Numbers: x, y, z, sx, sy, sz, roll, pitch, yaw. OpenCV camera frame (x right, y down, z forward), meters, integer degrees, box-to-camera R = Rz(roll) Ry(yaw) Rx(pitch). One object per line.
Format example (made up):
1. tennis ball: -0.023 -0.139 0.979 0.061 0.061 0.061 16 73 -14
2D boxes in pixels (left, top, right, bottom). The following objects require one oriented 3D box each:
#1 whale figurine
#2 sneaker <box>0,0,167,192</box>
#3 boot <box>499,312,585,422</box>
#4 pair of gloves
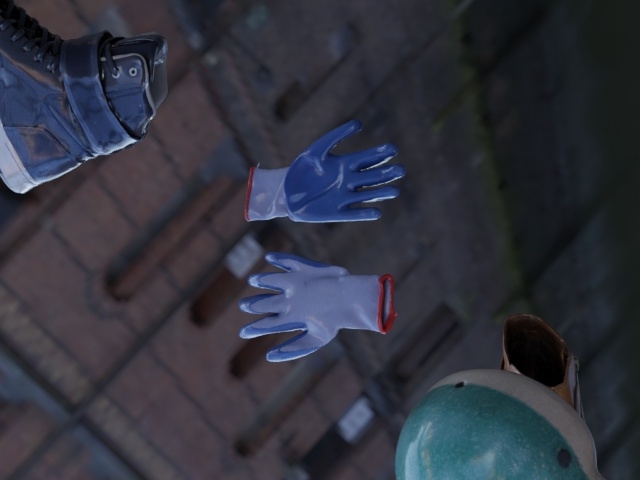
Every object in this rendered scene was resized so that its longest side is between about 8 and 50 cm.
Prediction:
1. whale figurine: 0.164 0.245 1.680 0.216 0.141 0.272 -4 119 44
2. sneaker: -0.213 -0.163 1.524 0.086 0.163 0.226 -70 -42 -62
3. boot: 0.237 0.220 1.834 0.283 0.109 0.220 -113 16 -53
4. pair of gloves: 0.000 0.000 1.573 0.159 0.198 0.023 -5 162 35
